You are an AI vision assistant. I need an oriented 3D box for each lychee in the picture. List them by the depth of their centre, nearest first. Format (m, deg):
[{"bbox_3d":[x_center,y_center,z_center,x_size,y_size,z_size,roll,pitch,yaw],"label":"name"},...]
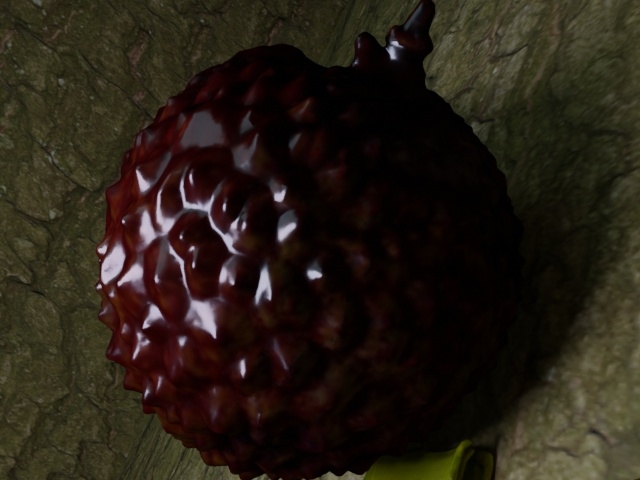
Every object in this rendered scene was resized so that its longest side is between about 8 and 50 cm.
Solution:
[{"bbox_3d":[0.000,0.000,0.656,0.500,0.424,0.424,-63,16,8],"label":"lychee"}]

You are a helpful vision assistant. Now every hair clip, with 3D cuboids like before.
[{"bbox_3d":[0.097,0.230,0.635,0.173,0.046,0.072,-39,18,51],"label":"hair clip"}]

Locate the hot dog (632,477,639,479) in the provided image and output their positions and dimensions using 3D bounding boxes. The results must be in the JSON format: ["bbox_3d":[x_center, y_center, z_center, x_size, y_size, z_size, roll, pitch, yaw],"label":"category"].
[{"bbox_3d":[0.232,0.166,0.306,0.236,0.062,0.092,-26,35,62],"label":"hot dog"}]
